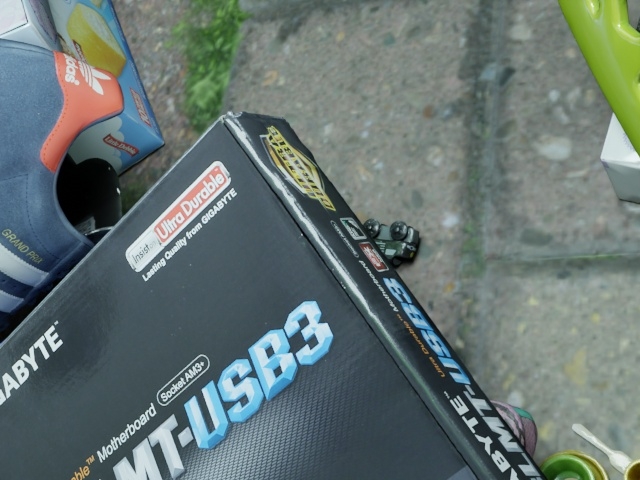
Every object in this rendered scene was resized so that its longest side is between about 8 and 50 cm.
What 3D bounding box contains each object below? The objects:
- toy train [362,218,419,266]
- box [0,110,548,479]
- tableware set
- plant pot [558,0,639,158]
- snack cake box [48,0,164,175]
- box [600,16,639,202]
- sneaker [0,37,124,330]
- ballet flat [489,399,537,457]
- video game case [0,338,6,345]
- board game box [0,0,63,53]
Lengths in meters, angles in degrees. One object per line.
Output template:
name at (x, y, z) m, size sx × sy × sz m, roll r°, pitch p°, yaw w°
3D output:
toy train at (0.000, 0.000, 0.806) m, size 0.158 × 0.027 × 0.036 m, roll 5°, pitch 81°, yaw 30°
box at (-0.053, 0.131, 0.613) m, size 0.295 × 0.073 × 0.293 m, roll -41°, pitch 75°, yaw 23°
tableware set at (0.147, 0.191, 0.635) m, size 0.104 × 0.024 × 0.154 m, roll 35°, pitch 86°, yaw 36°
plant pot at (0.277, -0.142, 0.557) m, size 0.228 × 0.207 × 0.227 m, roll -24°, pitch 70°, yaw -2°
snack cake box at (-0.249, -0.189, 0.954) m, size 0.089 × 0.152 × 0.264 m, roll -32°, pitch 56°, yaw 12°
box at (0.264, -0.181, 0.722) m, size 0.063 × 0.067 × 0.324 m, roll 10°, pitch 73°, yaw 31°
sneaker at (-0.230, 0.007, 0.811) m, size 0.350 × 0.148 × 0.131 m, roll 115°, pitch 148°, yaw -40°
ballet flat at (0.060, 0.185, 0.642) m, size 0.222 × 0.079 × 0.077 m, roll -56°, pitch 50°, yaw 18°
video game case at (-0.087, 0.123, 0.730) m, size 0.269 × 0.061 × 0.244 m, roll -37°, pitch 75°, yaw 8°
board game box at (-0.386, -0.191, 0.867) m, size 0.318 × 0.066 × 0.318 m, roll -25°, pitch 56°, yaw 4°
